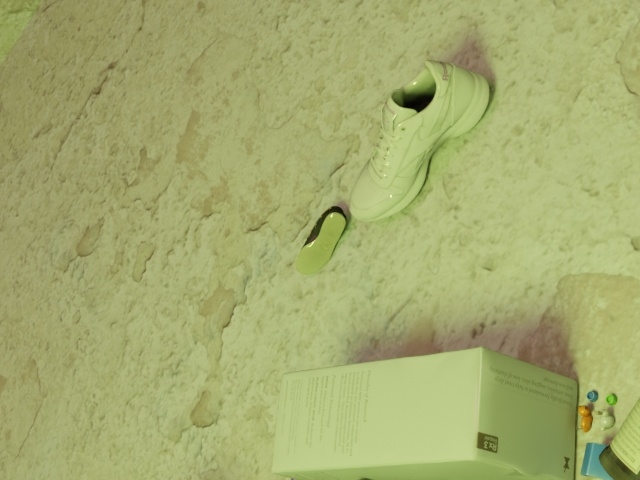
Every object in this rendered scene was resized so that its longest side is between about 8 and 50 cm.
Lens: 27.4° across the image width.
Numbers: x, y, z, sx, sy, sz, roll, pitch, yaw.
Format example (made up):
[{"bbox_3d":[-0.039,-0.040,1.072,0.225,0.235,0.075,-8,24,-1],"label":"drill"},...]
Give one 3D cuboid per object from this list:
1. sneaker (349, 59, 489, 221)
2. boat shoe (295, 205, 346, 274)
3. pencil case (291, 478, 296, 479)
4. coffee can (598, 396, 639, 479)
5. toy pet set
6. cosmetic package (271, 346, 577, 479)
[{"bbox_3d":[0.124,-0.164,2.068,0.305,0.152,0.114,-52,45,20],"label":"sneaker"},{"bbox_3d":[0.002,0.001,2.215,0.133,0.049,0.042,-58,13,22],"label":"boat shoe"},{"bbox_3d":[-0.003,0.406,1.994,0.104,0.104,0.236,-17,61,43],"label":"pencil case"},{"bbox_3d":[0.474,0.188,1.482,0.201,0.202,0.275,41,104,48],"label":"coffee can"},{"bbox_3d":[0.365,0.249,1.682,0.122,0.065,0.114,4,76,49],"label":"toy pet set"},{"bbox_3d":[0.139,0.260,1.815,0.385,0.217,0.156,-14,63,42],"label":"cosmetic package"}]
